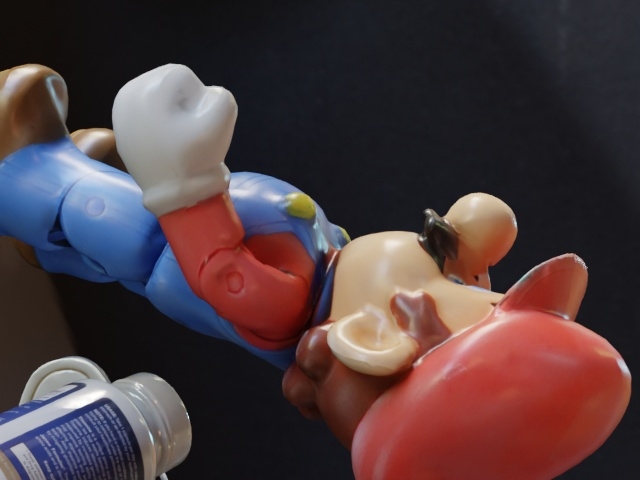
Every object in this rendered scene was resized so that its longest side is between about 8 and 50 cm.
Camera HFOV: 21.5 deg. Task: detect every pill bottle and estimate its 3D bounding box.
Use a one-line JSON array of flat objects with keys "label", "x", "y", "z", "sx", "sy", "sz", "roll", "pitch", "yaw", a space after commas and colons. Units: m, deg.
[{"label": "pill bottle", "x": -0.119, "y": 0.103, "z": 0.778, "sx": 0.120, "sy": 0.067, "sz": 0.067, "roll": -23, "pitch": 87, "yaw": -45}]

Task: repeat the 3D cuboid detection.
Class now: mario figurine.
[{"label": "mario figurine", "x": 0.000, "y": 0.000, "z": 0.781, "sx": 0.320, "sy": 0.170, "sz": 0.198, "roll": 25, "pitch": 27, "yaw": 21}]

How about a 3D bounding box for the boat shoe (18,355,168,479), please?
[{"label": "boat shoe", "x": -0.154, "y": 0.197, "z": 1.210, "sx": 0.079, "sy": 0.095, "sz": 0.254, "roll": -51, "pitch": 130, "yaw": -69}]
